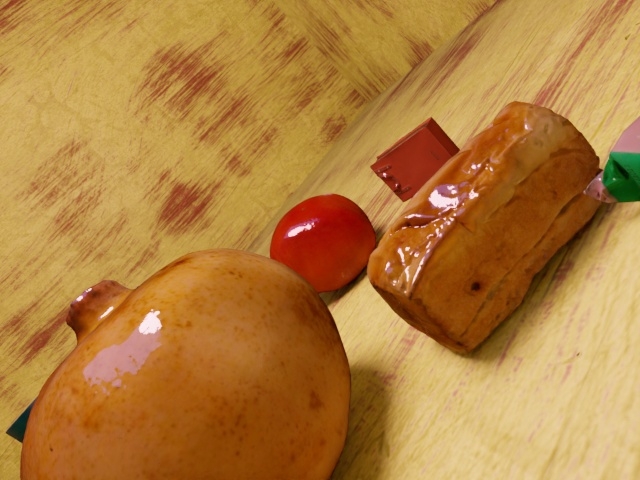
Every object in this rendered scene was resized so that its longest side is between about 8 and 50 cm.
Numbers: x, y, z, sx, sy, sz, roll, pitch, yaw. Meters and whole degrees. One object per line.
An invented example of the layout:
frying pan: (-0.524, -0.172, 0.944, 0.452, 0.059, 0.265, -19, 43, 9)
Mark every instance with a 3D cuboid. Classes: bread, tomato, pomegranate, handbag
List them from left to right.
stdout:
pomegranate: (-0.164, 0.203, 0.550, 0.416, 0.416, 0.417, -44, 14, 14)
tomato: (0.000, -0.002, 0.959, 0.259, 0.180, 0.260, -19, 28, 11)
handbag: (0.220, -0.179, 0.955, 0.190, 0.127, 0.063, -29, 22, 52)
bread: (0.196, -0.020, 0.505, 0.294, 0.167, 0.132, -50, 14, -6)

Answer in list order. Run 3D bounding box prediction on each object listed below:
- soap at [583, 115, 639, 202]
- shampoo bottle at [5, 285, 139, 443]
soap: (0.373, -0.083, 0.299, 0.218, 0.098, 0.273, -52, 11, 11)
shampoo bottle: (-0.348, 0.326, 0.838, 0.331, 0.342, 0.331, -44, 14, 14)
